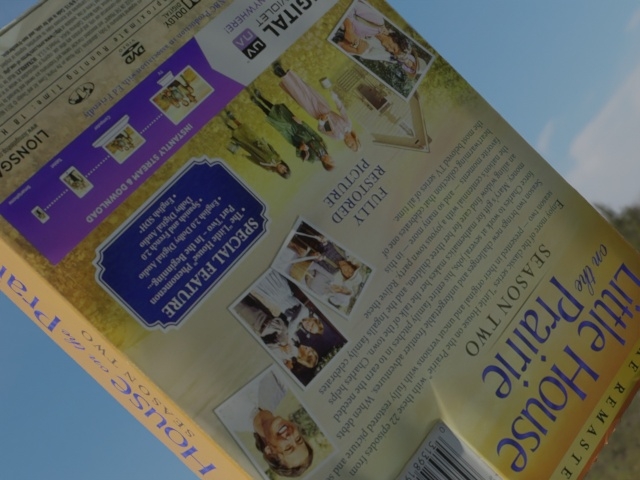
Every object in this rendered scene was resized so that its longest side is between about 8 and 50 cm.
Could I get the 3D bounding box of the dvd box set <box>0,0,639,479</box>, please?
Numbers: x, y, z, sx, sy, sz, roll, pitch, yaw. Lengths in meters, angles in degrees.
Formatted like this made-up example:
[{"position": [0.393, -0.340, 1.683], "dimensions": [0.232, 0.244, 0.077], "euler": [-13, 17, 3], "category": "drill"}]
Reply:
[{"position": [0.000, 0.000, 0.719], "dimensions": [0.307, 0.420, 0.062], "euler": [-49, 5, -31], "category": "dvd box set"}]
